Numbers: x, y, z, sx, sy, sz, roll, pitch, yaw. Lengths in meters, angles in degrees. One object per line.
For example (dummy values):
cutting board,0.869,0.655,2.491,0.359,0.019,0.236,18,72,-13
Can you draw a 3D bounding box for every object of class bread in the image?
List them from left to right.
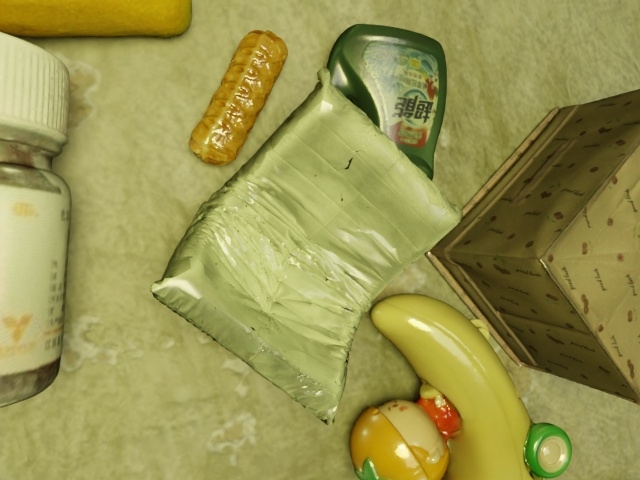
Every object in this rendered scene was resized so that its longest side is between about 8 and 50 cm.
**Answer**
bread,-0.084,-0.149,0.545,0.052,0.044,0.157,27,81,-12

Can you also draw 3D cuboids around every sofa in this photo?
sofa,0.000,0.000,0.479,0.225,0.176,0.210,-43,107,12

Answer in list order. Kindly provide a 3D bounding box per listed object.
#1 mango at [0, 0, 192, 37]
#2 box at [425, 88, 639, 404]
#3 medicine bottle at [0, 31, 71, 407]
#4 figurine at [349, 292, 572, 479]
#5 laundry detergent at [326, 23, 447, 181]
mango,-0.250,-0.260,0.429,0.317,0.119,0.176,10,102,-37
box,0.329,-0.004,0.624,0.297,0.190,0.225,-45,106,-13
medicine bottle,-0.286,-0.016,0.412,0.165,0.165,0.273,5,88,-20
figurine,0.135,0.214,0.596,0.222,0.124,0.324,-30,98,-14
laundry detergent,0.068,-0.118,0.587,0.144,0.078,0.221,6,91,-18
